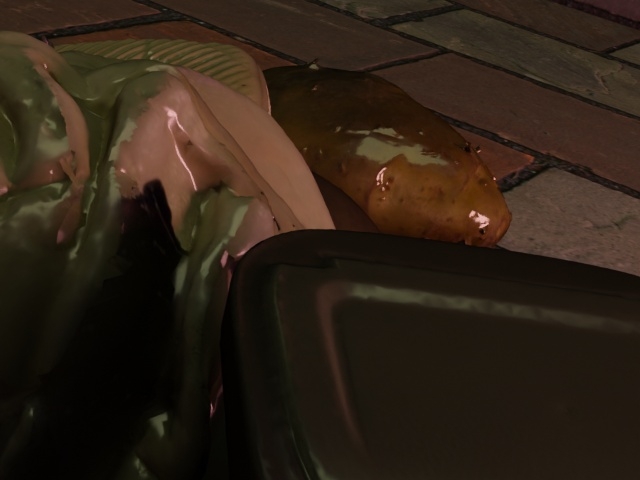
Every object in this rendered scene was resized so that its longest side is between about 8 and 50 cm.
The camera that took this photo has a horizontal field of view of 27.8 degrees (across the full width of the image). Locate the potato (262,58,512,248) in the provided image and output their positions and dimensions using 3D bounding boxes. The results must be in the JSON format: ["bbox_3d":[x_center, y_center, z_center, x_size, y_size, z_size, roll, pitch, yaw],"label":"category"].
[{"bbox_3d":[0.035,-0.071,1.156,0.296,0.141,0.191,25,25,20],"label":"potato"}]

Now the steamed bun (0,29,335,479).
[{"bbox_3d":[-0.113,0.056,0.583,0.320,0.275,0.206,-41,39,-15],"label":"steamed bun"}]

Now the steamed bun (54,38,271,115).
[{"bbox_3d":[-0.154,-0.065,1.030,0.239,0.152,0.170,-5,33,-6],"label":"steamed bun"}]

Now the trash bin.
[{"bbox_3d":[0.052,0.159,0.472,0.220,0.250,0.219,9,24,-11],"label":"trash bin"}]

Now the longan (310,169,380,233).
[{"bbox_3d":[-0.044,0.029,0.856,0.187,0.167,0.167,-16,31,-13],"label":"longan"}]
